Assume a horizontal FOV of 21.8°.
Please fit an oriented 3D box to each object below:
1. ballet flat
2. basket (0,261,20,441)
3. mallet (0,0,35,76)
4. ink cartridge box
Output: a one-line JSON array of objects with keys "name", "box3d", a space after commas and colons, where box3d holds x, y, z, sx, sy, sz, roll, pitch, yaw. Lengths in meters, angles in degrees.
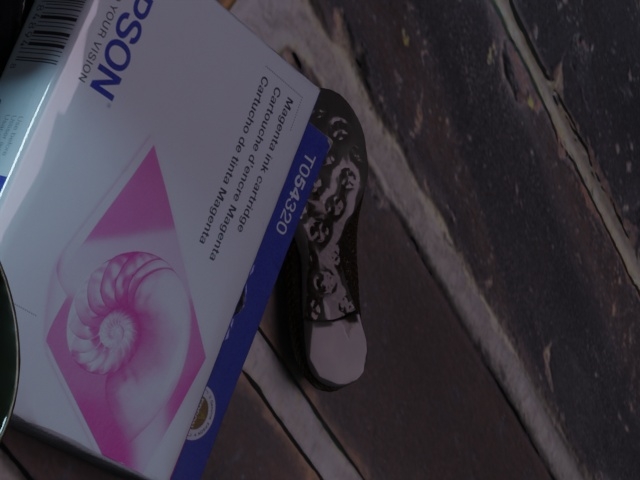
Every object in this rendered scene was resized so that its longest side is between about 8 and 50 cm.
[{"name": "ballet flat", "box3d": [0.000, 0.000, 1.373, 0.084, 0.058, 0.250, -4, 86, -16]}, {"name": "basket", "box3d": [-0.298, 0.036, 0.855, 0.154, 0.226, 0.204, -56, 130, -36]}, {"name": "mallet", "box3d": [-0.255, -0.152, 1.071, 0.189, 0.039, 0.062, 13, 81, -47]}, {"name": "ink cartridge box", "box3d": [-0.114, -0.002, 1.176, 0.330, 0.071, 0.324, 35, 70, -46]}]
